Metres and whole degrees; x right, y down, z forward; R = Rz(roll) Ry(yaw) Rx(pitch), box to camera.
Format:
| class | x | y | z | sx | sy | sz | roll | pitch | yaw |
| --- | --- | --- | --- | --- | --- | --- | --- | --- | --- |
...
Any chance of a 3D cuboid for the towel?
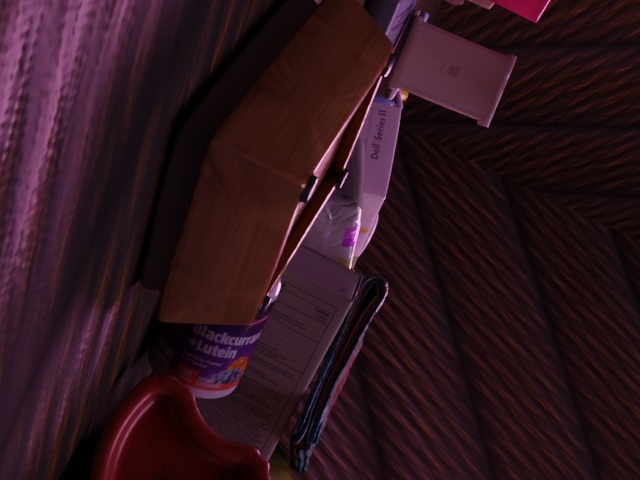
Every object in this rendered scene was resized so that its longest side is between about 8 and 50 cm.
| class | x | y | z | sx | sy | sz | roll | pitch | yaw |
| --- | --- | --- | --- | --- | --- | --- | --- | --- | --- |
| towel | 0.022 | 0.216 | 1.536 | 0.370 | 0.040 | 0.271 | 96 | 20 | -71 |

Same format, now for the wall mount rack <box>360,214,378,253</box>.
| class | x | y | z | sx | sy | sz | roll | pitch | yaw |
| --- | --- | --- | --- | --- | --- | --- | --- | --- | --- |
| wall mount rack | -0.019 | 0.056 | 2.102 | 0.350 | 0.130 | 0.304 | -51 | -168 | 54 |

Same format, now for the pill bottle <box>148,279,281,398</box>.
| class | x | y | z | sx | sy | sz | roll | pitch | yaw |
| --- | --- | --- | --- | --- | --- | --- | --- | --- | --- |
| pill bottle | -0.107 | 0.066 | 1.094 | 0.193 | 0.108 | 0.108 | -66 | 176 | 22 |

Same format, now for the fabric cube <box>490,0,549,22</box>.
| class | x | y | z | sx | sy | sz | roll | pitch | yaw |
| --- | --- | --- | --- | --- | --- | --- | --- | --- | --- |
| fabric cube | 0.311 | -0.556 | 1.614 | 0.259 | 0.258 | 0.254 | -63 | 176 | -14 |

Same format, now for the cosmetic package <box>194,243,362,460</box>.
| class | x | y | z | sx | sy | sz | roll | pitch | yaw |
| --- | --- | --- | --- | --- | --- | --- | --- | --- | --- |
| cosmetic package | -0.082 | 0.157 | 1.398 | 0.309 | 0.160 | 0.113 | -62 | 179 | 19 |

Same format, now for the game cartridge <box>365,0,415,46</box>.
| class | x | y | z | sx | sy | sz | roll | pitch | yaw |
| --- | --- | --- | --- | --- | --- | --- | --- | --- | --- |
| game cartridge | 0.106 | -0.362 | 1.682 | 0.297 | 0.062 | 0.198 | -57 | 168 | -66 |

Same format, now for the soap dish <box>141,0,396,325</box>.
| class | x | y | z | sx | sy | sz | roll | pitch | yaw |
| --- | --- | --- | --- | --- | --- | --- | --- | --- | --- |
| soap dish | -0.042 | -0.076 | 0.932 | 0.291 | 0.118 | 0.229 | -59 | 174 | -46 |

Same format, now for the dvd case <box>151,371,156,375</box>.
| class | x | y | z | sx | sy | sz | roll | pitch | yaw |
| --- | --- | --- | --- | --- | --- | --- | --- | --- | --- |
| dvd case | -0.226 | 0.238 | 1.341 | 0.221 | 0.018 | 0.164 | -65 | 177 | 19 |

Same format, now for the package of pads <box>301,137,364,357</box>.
| class | x | y | z | sx | sy | sz | roll | pitch | yaw |
| --- | --- | --- | --- | --- | --- | --- | --- | --- | --- |
| package of pads | 0.000 | 0.000 | 1.586 | 0.229 | 0.101 | 0.296 | -86 | -175 | -56 |

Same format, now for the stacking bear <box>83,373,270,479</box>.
| class | x | y | z | sx | sy | sz | roll | pitch | yaw |
| --- | --- | --- | --- | --- | --- | --- | --- | --- | --- |
| stacking bear | -0.188 | 0.280 | 1.139 | 0.164 | 0.175 | 0.289 | -47 | 179 | -23 |

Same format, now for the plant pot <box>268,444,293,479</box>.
| class | x | y | z | sx | sy | sz | roll | pitch | yaw |
| --- | --- | --- | --- | --- | --- | --- | --- | --- | --- |
| plant pot | -0.152 | 0.462 | 1.458 | 0.353 | 0.366 | 0.366 | -102 | -147 | -59 |

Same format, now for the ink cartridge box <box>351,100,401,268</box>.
| class | x | y | z | sx | sy | sz | roll | pitch | yaw |
| --- | --- | --- | --- | --- | --- | --- | --- | --- | --- |
| ink cartridge box | 0.055 | -0.118 | 1.830 | 0.353 | 0.119 | 0.207 | 110 | -7 | -60 |

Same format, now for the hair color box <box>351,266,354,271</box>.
| class | x | y | z | sx | sy | sz | roll | pitch | yaw |
| --- | --- | --- | --- | --- | --- | --- | --- | --- | --- |
| hair color box | -0.022 | 0.099 | 1.854 | 0.167 | 0.053 | 0.093 | -34 | 167 | -19 |

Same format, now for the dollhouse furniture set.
| class | x | y | z | sx | sy | sz | roll | pitch | yaw |
| --- | --- | --- | --- | --- | --- | --- | --- | --- | --- |
| dollhouse furniture set | 0.234 | -0.371 | 1.926 | 0.303 | 0.198 | 0.286 | -123 | -126 | -77 |
